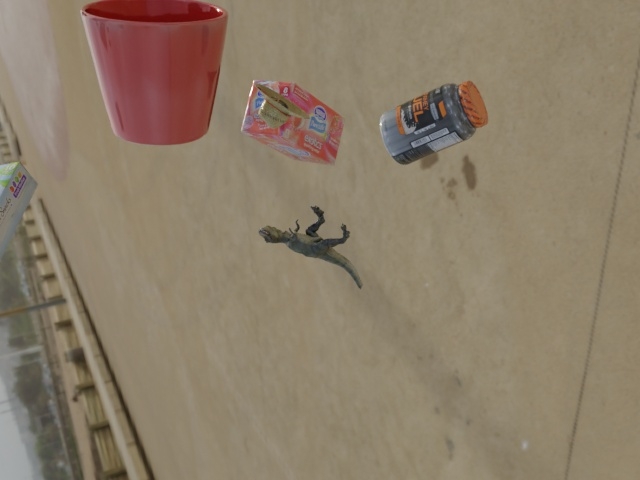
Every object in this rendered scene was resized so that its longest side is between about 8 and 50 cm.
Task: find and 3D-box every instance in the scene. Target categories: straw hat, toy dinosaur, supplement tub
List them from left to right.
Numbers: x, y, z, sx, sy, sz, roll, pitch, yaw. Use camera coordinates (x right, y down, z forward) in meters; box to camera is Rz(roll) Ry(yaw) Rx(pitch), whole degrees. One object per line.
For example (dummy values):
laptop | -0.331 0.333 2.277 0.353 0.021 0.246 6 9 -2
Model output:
straw hat | -0.097 -0.271 1.501 0.061 0.144 0.144 -56 42 14
toy dinosaur | 0.000 0.000 1.575 0.118 0.268 0.064 -60 10 20
supplement tub | 0.222 -0.232 1.391 0.190 0.117 0.117 -21 81 29

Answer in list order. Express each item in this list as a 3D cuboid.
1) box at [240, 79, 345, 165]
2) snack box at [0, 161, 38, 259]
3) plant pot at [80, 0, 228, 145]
box | -0.068 -0.324 1.984 0.142 0.300 0.154 11 85 30
snack box | -0.344 -0.009 0.679 0.037 0.100 0.141 67 -158 -44
plant pot | -0.319 -0.332 1.398 0.275 0.274 0.243 45 138 50
